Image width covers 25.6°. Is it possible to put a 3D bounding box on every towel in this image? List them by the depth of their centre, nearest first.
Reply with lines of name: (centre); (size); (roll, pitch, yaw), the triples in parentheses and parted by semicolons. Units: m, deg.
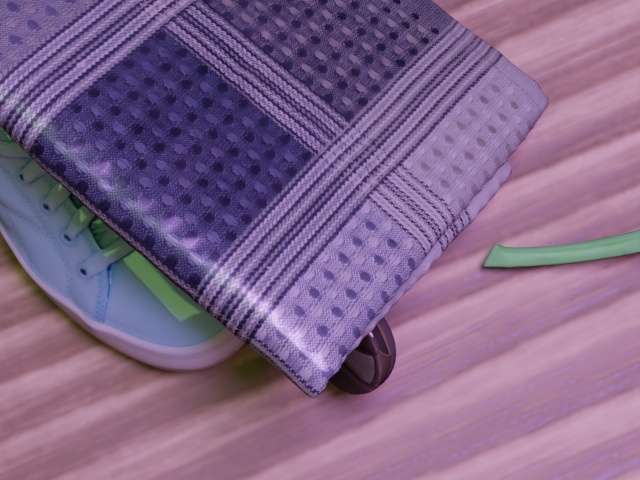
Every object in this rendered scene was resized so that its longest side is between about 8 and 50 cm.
towel: (-0.035, -0.096, 0.912); (0.312, 0.056, 0.324); (40, 51, 3)

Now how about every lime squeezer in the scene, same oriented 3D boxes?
lime squeezer: (0.271, 0.043, 0.933); (0.310, 0.059, 0.110); (30, 77, 9)

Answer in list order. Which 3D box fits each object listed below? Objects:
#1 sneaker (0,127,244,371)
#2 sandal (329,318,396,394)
sneaker: (-0.182, -0.067, 0.931); (0.135, 0.150, 0.366); (-41, 77, -8)
sandal: (0.000, 0.000, 0.942); (0.060, 0.090, 0.219); (-15, 60, -33)
